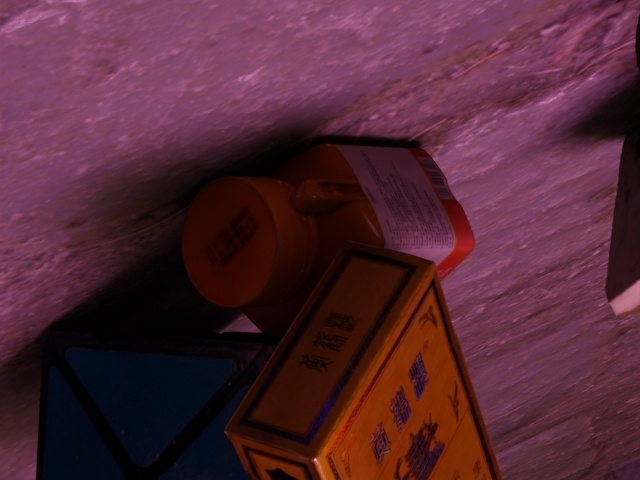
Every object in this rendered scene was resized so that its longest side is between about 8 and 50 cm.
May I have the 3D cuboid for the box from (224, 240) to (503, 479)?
[{"bbox_3d":[0.044,0.172,1.423,0.193,0.084,0.301,-58,145,-32],"label":"box"}]

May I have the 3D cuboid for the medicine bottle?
[{"bbox_3d":[0.000,0.001,1.486,0.222,0.112,0.149,-1,147,-50],"label":"medicine bottle"}]

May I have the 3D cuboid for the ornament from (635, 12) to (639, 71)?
[{"bbox_3d":[0.336,-0.167,1.344,0.221,0.235,0.217,19,165,7],"label":"ornament"}]

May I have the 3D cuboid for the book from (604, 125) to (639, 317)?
[{"bbox_3d":[0.375,-0.101,1.570,0.035,0.239,0.352,35,130,-18],"label":"book"}]

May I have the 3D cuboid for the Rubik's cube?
[{"bbox_3d":[-0.075,0.207,1.586,0.259,0.260,0.255,-2,177,37],"label":"Rubik's cube"}]
